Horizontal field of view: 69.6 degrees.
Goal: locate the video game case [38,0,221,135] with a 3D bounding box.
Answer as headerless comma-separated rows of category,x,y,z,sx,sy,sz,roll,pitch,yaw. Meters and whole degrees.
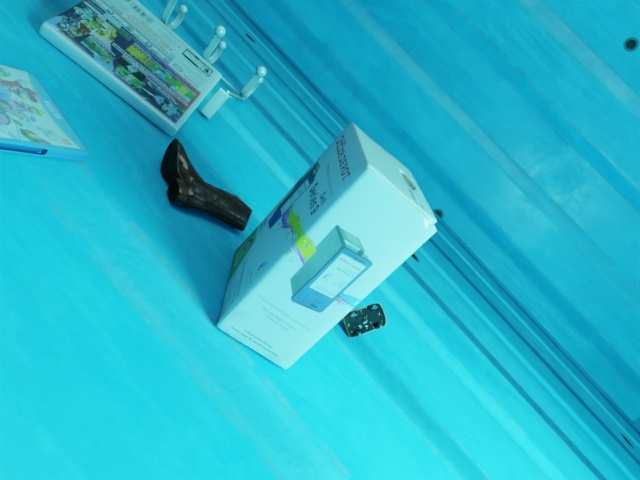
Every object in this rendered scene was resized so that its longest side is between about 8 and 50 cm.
video game case,-0.260,-0.267,0.672,0.201,0.023,0.183,39,40,-21

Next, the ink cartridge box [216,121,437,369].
ink cartridge box,0.000,0.000,0.474,0.093,0.212,0.154,38,21,-20

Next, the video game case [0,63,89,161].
video game case,-0.302,-0.123,0.398,0.119,0.015,0.166,51,20,14

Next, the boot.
boot,-0.141,-0.068,0.584,0.114,0.037,0.106,20,45,-45

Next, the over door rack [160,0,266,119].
over door rack,-0.232,-0.372,0.892,0.239,0.108,0.324,41,20,-12

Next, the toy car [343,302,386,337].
toy car,0.035,0.079,0.634,0.122,0.060,0.040,54,-12,2
